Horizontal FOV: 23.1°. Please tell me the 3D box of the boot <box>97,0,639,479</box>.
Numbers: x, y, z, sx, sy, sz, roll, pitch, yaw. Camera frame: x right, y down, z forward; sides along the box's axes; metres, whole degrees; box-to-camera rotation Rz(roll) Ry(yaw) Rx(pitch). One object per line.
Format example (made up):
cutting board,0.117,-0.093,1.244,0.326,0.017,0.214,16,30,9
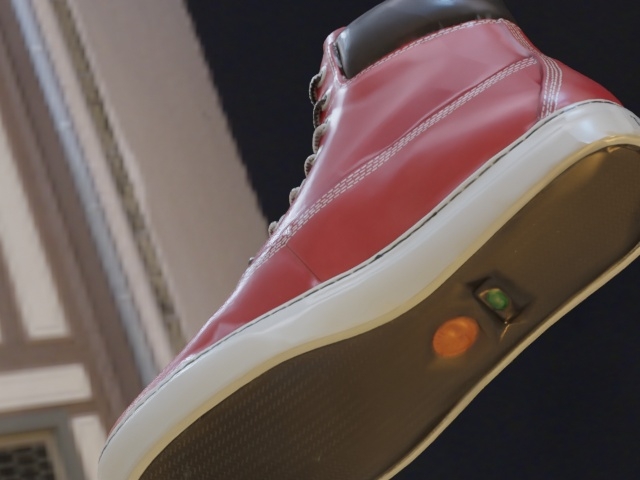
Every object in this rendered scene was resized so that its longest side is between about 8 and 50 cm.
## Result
boot,0.000,0.000,0.632,0.244,0.088,0.176,-38,-140,2
